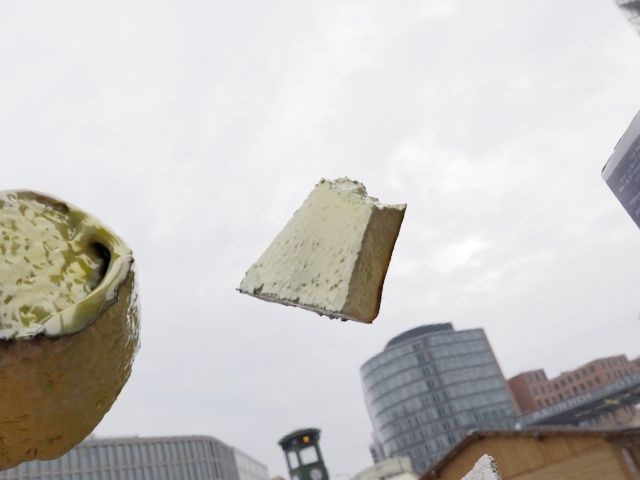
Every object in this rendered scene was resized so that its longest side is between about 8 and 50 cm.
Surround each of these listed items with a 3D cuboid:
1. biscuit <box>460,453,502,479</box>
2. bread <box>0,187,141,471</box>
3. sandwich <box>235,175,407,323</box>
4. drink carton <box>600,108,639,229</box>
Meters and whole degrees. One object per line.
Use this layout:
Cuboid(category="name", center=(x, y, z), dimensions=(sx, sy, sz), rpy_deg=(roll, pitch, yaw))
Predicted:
Cuboid(category="biscuit", center=(0.195, 0.368, 0.813), dimensions=(0.131, 0.026, 0.237), rpy_deg=(-51, -7, 6))
Cuboid(category="bread", center=(-0.241, 0.068, 0.503), dimensions=(0.197, 0.197, 0.170), rpy_deg=(-4, -41, -26))
Cuboid(category="sandwich", center=(0.000, 0.000, 0.689), dimensions=(0.058, 0.162, 0.193), rpy_deg=(26, -15, -38))
Cuboid(category="drink carton", center=(0.388, -0.027, 0.574), dimensions=(0.134, 0.222, 0.102), rpy_deg=(-2, -41, -15))
